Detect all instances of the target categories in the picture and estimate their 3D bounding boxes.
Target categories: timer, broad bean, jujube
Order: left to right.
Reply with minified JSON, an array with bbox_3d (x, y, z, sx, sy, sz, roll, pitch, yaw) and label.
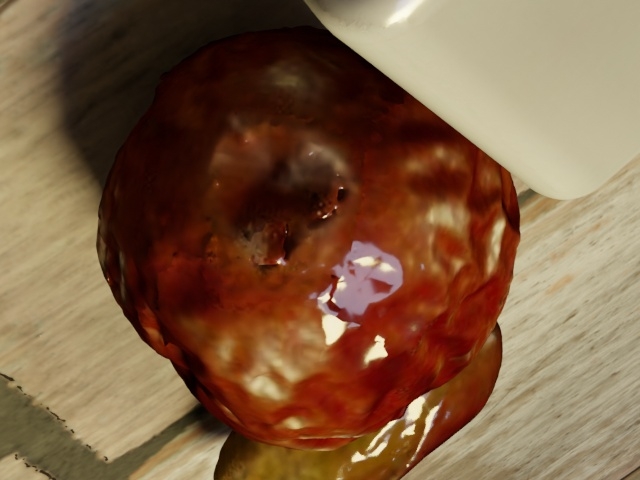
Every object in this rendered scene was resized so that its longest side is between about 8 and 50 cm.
[{"bbox_3d":[0.000,0.000,0.628,0.197,0.197,0.290,-35,166,1],"label":"jujube"},{"bbox_3d":[0.020,0.112,0.885,0.228,0.122,0.156,-38,177,17],"label":"broad bean"},{"bbox_3d":[0.072,-0.158,0.452,0.194,0.192,0.195,-42,151,12],"label":"timer"}]
